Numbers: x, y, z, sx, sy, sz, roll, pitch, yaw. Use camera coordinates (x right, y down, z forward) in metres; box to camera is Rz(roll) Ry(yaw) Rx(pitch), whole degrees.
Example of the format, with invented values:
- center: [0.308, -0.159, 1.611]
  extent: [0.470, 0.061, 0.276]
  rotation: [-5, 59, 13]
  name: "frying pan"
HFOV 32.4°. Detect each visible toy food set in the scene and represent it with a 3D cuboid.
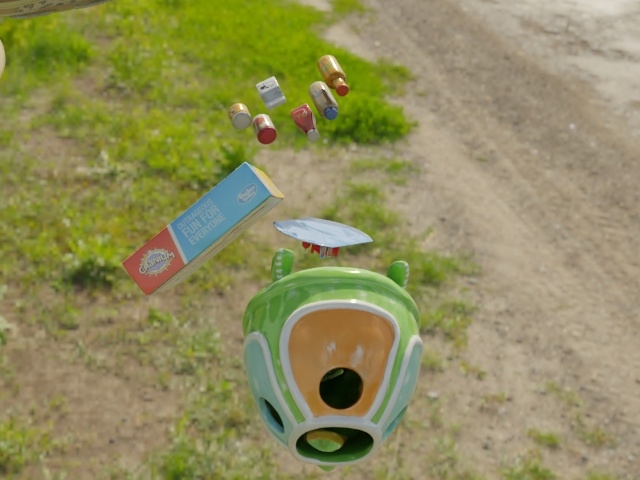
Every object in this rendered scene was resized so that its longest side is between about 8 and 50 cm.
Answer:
- center: [-0.052, -0.244, 2.082]
  extent: [0.232, 0.111, 0.104]
  rotation: [-25, 43, 0]
  name: "toy food set"

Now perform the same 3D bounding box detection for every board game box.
- center: [0.000, 0.000, 1.828]
  extent: [0.133, 0.033, 0.168]
  rotation: [22, 18, 34]
  name: "board game box"
- center: [-0.177, -0.020, 1.761]
  extent: [0.064, 0.242, 0.316]
  rotation: [51, 1, 0]
  name: "board game box"

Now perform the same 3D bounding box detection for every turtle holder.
- center: [-0.001, 0.178, 1.449]
  extent: [0.243, 0.320, 0.227]
  rotation: [18, 52, -27]
  name: "turtle holder"

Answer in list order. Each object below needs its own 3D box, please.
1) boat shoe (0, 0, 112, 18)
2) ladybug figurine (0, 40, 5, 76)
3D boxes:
- center: [-0.332, -0.296, 1.263]
  extent: [0.285, 0.089, 0.105]
  rotation: [-12, 70, -26]
  name: "boat shoe"
- center: [-0.626, -0.275, 1.611]
  extent: [0.305, 0.162, 0.449]
  rotation: [-13, 30, -7]
  name: "ladybug figurine"
